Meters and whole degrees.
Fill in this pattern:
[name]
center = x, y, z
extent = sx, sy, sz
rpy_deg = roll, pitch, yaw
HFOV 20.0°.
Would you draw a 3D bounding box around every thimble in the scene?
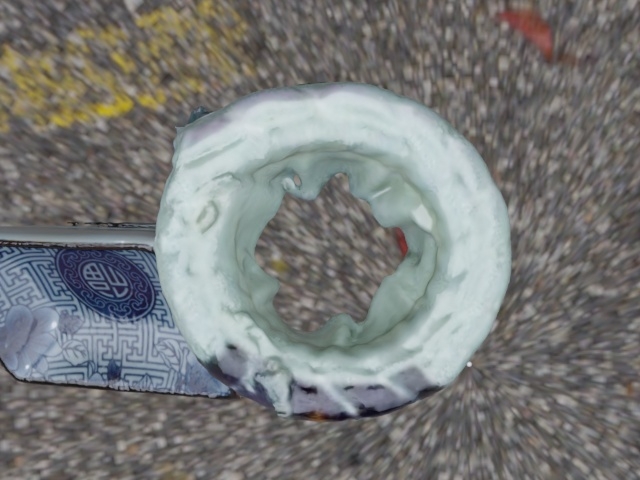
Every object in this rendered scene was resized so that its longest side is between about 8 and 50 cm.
[thimble]
center = 0.000, 0.000, 1.172
extent = 0.237, 0.150, 0.237
rpy_deg = 0, 91, -3

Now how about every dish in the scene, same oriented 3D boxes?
[dish]
center = -0.182, 0.040, 1.502
extent = 0.243, 0.182, 0.080
rpy_deg = 2, 45, 29
